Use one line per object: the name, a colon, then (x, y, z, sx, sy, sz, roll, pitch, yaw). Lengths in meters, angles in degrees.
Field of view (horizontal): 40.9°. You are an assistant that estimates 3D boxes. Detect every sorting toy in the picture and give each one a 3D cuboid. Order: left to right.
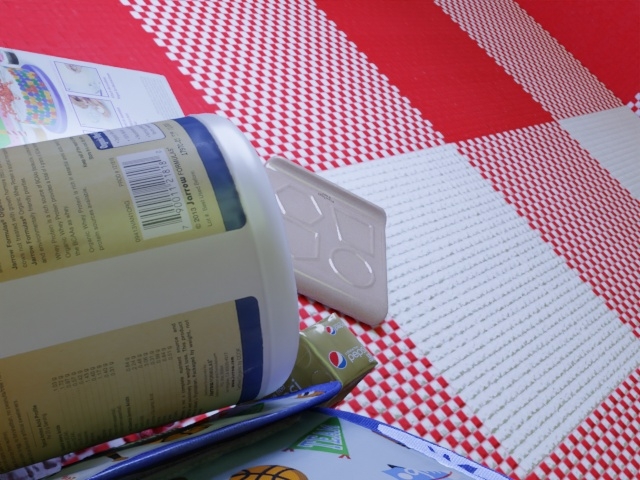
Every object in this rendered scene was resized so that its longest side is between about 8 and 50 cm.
sorting toy: (0.000, 0.000, 1.107, 0.193, 0.038, 0.208, 26, 40, -17)

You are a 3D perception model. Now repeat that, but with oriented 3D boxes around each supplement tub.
supplement tub: (-0.197, 0.041, 0.628, 0.316, 0.228, 0.228, -13, 54, -20)

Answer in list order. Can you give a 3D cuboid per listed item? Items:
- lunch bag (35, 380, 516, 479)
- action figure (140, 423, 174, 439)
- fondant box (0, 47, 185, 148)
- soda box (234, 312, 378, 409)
lunch bag: (-0.056, 0.240, 0.553, 0.386, 0.238, 0.328, 17, 19, 39)
action figure: (-0.138, 0.145, 0.809, 0.038, 0.030, 0.115, 31, 39, 0)
fondant box: (-0.282, -0.085, 0.892, 0.330, 0.096, 0.238, 3, 47, -42)
soda box: (-0.030, 0.147, 0.766, 0.061, 0.181, 0.058, 48, 35, 15)
